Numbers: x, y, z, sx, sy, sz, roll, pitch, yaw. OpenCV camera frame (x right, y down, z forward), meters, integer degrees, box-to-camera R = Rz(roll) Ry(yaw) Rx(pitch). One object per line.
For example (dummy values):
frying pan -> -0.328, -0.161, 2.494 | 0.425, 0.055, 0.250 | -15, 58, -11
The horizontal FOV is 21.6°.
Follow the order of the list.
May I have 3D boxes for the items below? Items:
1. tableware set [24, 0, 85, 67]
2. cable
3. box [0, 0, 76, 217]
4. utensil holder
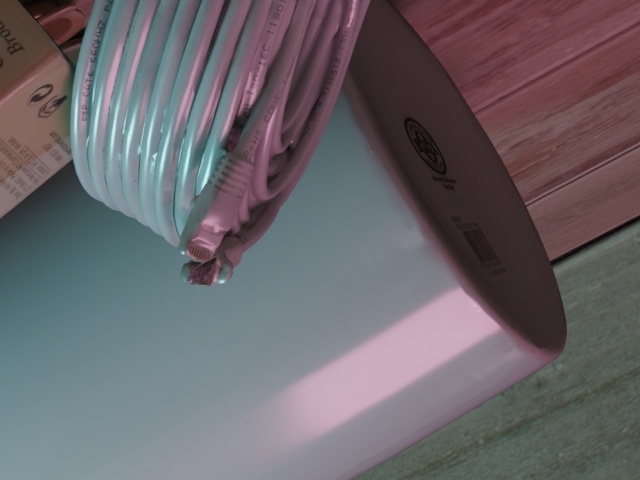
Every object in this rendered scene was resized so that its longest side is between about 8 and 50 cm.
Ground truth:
tableware set -> -0.199, -0.101, 1.027 | 0.141, 0.020, 0.169 | -25, 167, 3
cable -> -0.030, -0.119, 0.811 | 0.257, 0.089, 0.257 | -39, 149, -78
box -> -0.266, -0.021, 0.768 | 0.311, 0.148, 0.121 | -41, 169, -4
utensil holder -> -0.071, 0.035, 1.168 | 0.385, 0.328, 0.327 | -32, 166, 18
